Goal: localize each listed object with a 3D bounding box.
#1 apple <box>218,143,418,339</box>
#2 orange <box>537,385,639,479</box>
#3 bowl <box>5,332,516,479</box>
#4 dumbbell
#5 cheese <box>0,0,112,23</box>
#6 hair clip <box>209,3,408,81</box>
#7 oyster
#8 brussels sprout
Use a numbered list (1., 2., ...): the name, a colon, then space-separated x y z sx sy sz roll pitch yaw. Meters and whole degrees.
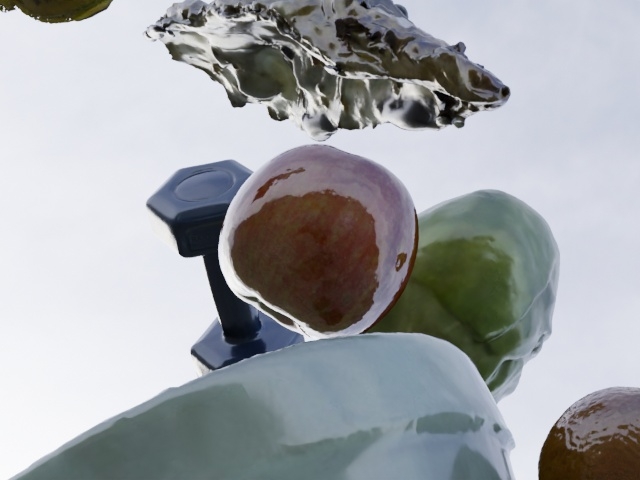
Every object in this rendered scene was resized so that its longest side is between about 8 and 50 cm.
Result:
1. apple: 0.000 0.000 1.162 0.188 0.188 0.173 28 -103 7
2. orange: 0.136 0.103 0.536 0.085 0.085 0.085 7 -61 13
3. bowl: -0.025 0.187 0.571 0.307 0.307 0.163 -50 -122 32
4. dumbbell: -0.117 0.058 1.584 0.156 0.144 0.316 32 -38 49
5. cheese: -0.199 -0.284 1.146 0.250 0.156 0.064 -23 -30 12
6. hair clip: -0.016 -0.237 1.466 0.048 0.275 0.083 58 -37 27
7. oyster: 0.001 -0.110 0.745 0.128 0.078 0.345 46 -16 -29
8. brussels sprout: 0.146 0.087 1.416 0.247 0.328 0.328 51 -57 18
